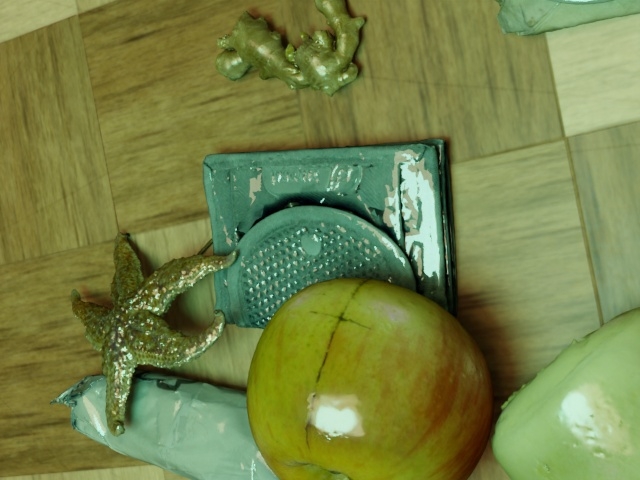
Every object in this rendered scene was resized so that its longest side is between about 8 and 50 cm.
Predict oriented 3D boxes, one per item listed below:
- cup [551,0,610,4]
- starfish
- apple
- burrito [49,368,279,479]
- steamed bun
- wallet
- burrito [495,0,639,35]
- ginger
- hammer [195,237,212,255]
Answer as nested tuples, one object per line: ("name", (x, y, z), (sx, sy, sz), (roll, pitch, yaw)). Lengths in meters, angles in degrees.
("cup", (0.245, -0.374, 1.040), (0.258, 0.186, 0.234), (-20, 46, 51))
("starfish", (-0.249, 0.095, 1.373), (0.302, 0.060, 0.299), (37, 99, 42))
("apple", (0.052, 0.180, 1.151), (0.286, 0.233, 0.286), (15, 145, 11))
("burrito", (-0.208, 0.249, 1.403), (0.445, 0.101, 0.139), (11, 99, 28))
("steamed bun", (0.323, 0.211, 1.071), (0.273, 0.166, 0.232), (-43, 73, 25))
("wallet", (0.000, 0.000, 1.286), (0.342, 0.075, 0.237), (-1, 97, 28))
("burrito", (0.315, -0.274, 1.092), (0.275, 0.059, 0.082), (-4, 136, 27))
("ginger", (-0.038, -0.241, 1.294), (0.193, 0.052, 0.176), (-47, 67, 23))
("hammer", (-0.178, 0.029, 1.417), (0.029, 0.014, 0.123), (48, 113, 7))
